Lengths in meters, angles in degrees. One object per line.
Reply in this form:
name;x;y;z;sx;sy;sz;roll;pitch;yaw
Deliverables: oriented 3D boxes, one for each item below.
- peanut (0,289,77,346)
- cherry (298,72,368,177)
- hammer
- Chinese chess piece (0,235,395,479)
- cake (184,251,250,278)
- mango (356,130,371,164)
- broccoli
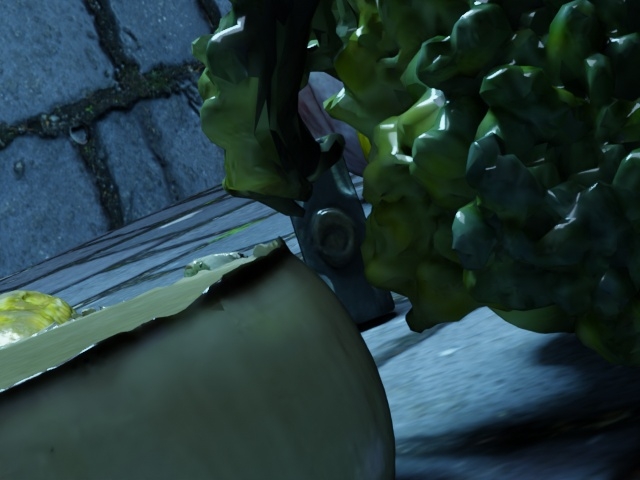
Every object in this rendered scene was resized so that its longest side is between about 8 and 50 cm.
peanut;-0.188;0.079;1.064;0.087;0.087;0.207;-21;8;-3
cherry;0.077;-0.177;1.673;0.221;0.261;0.307;-24;-11;-29
hammer;0.000;0.000;1.151;0.043;0.111;0.365;-20;-1;-3
Chinese chess piece;-0.097;0.086;0.591;0.249;0.103;0.250;-21;5;2
cake;-0.048;0.040;1.227;0.051;0.055;0.140;-20;-12;19
mango;0.196;-0.134;1.105;0.301;0.220;0.445;-7;23;44
broccoli;0.111;-0.086;0.651;0.324;0.334;0.272;6;-53;-51
